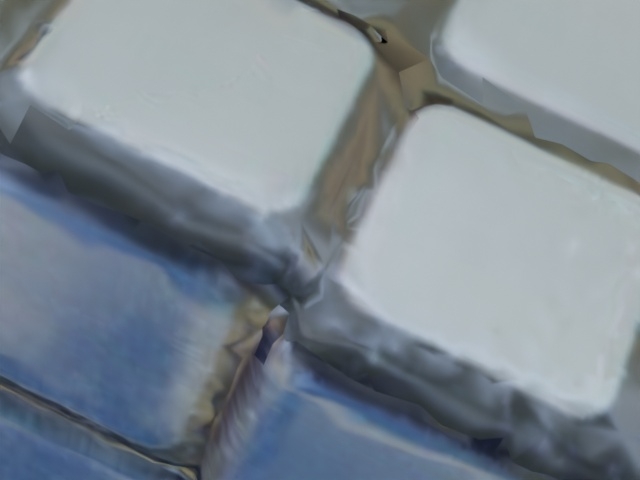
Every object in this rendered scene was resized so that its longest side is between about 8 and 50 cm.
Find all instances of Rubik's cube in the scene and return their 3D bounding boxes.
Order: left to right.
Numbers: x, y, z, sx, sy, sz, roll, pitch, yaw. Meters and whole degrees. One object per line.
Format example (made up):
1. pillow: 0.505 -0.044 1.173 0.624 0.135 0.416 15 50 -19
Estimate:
1. Rubik's cube: 0.000 0.000 0.607 0.337 0.344 0.343 26 50 -1
